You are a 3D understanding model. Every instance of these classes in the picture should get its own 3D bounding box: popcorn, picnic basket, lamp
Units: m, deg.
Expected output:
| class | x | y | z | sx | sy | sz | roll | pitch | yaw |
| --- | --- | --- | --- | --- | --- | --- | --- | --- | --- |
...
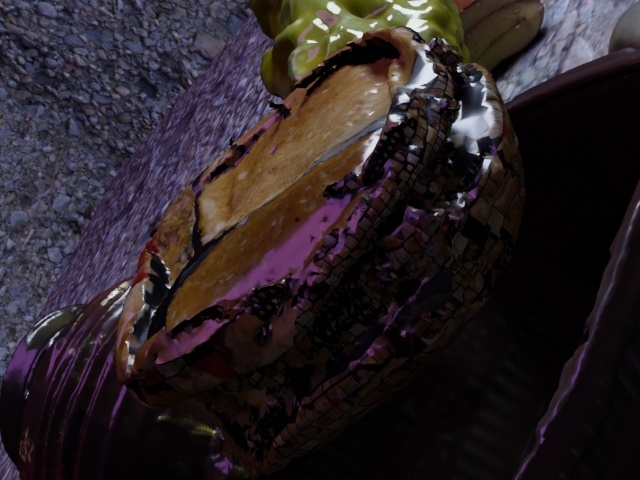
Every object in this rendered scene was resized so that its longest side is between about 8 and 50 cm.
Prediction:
| class | x | y | z | sx | sy | sz | roll | pitch | yaw |
| --- | --- | --- | --- | --- | --- | --- | --- | --- | --- |
| popcorn | 0.034 | -0.134 | 1.033 | 0.286 | 0.173 | 0.225 | -111 | 16 | -45 |
| picnic basket | 0.106 | 0.065 | 0.549 | 0.222 | 0.129 | 0.297 | -21 | 37 | 60 |
| lamp | -0.111 | 0.139 | 0.880 | 0.247 | 0.247 | 0.247 | -49 | 17 | 20 |

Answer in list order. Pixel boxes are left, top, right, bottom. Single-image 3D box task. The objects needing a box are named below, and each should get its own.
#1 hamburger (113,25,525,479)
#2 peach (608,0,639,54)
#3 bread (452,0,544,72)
| class | x | y | z | sx | sy | sz | roll | pitch | yaw |
| --- | --- | --- | --- | --- | --- | --- | --- | --- | --- |
| hamburger | 0.000 | 0.000 | 0.560 | 0.231 | 0.107 | 0.231 | -45 | 16 | 17 |
| peach | 0.214 | -0.111 | 0.703 | 0.083 | 0.083 | 0.083 | -49 | 17 | 20 |
| bread | 0.139 | -0.196 | 1.114 | 0.119 | 0.067 | 0.192 | -54 | 15 | 2 |
